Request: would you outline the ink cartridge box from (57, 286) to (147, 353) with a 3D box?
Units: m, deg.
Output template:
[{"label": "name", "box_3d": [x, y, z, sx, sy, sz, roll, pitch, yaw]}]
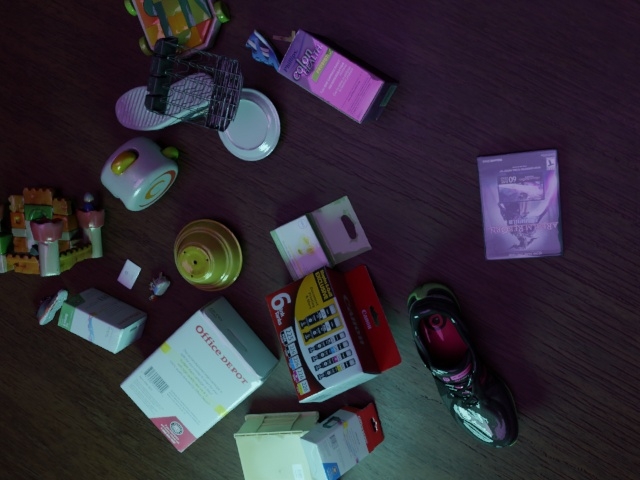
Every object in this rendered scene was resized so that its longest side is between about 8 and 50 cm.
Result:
[{"label": "ink cartridge box", "box_3d": [-0.667, 0.243, 2.013, 0.212, 0.154, 0.093, 22, 107, 10]}]

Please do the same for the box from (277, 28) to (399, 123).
[{"label": "box", "box_3d": [0.051, -0.407, 1.630, 0.243, 0.213, 0.117, 33, 109, 8]}]

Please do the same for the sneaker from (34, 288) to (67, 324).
[{"label": "sneaker", "box_3d": [-0.883, 0.205, 2.120, 0.065, 0.061, 0.158, 45, 109, 9]}]

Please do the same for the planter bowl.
[{"label": "planter bowl", "box_3d": [-0.341, 0.053, 1.872, 0.217, 0.090, 0.217, 3, 102, 15]}]

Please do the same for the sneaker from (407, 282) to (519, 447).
[{"label": "sneaker", "box_3d": [0.356, 0.349, 1.715, 0.185, 0.202, 0.483, -31, 92, 21]}]

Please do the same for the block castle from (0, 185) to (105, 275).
[{"label": "block castle", "box_3d": [-0.897, -0.040, 1.940, 0.453, 0.303, 0.213, 3, 102, 14]}]

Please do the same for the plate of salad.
[{"label": "plate of salad", "box_3d": [-0.196, -0.321, 1.809, 0.199, 0.048, 0.200, 8, 111, 23]}]

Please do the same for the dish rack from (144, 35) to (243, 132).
[{"label": "dish rack", "box_3d": [-0.321, -0.397, 1.679, 0.271, 0.074, 0.208, 18, 106, 15]}]

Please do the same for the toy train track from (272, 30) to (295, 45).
[{"label": "toy train track", "box_3d": [-0.087, -0.538, 1.748, 0.083, 0.014, 0.048, 15, 113, 18]}]

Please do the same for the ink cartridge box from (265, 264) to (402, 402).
[{"label": "ink cartridge box", "box_3d": [0.033, 0.240, 1.763, 0.272, 0.130, 0.309, -29, 67, 19]}]

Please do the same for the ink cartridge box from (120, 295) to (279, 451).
[{"label": "ink cartridge box", "box_3d": [-0.357, 0.396, 1.954, 0.384, 0.160, 0.279, -42, 89, 20]}]

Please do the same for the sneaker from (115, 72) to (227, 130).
[{"label": "sneaker", "box_3d": [-0.406, -0.380, 1.815, 0.321, 0.127, 0.126, -9, 97, 20]}]

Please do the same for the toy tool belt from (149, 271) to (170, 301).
[{"label": "toy tool belt", "box_3d": [-0.499, 0.141, 2.004, 0.083, 0.052, 0.051, -51, 54, 16]}]

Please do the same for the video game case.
[{"label": "video game case", "box_3d": [0.510, -0.089, 1.669, 0.196, 0.026, 0.274, -4, 100, 17]}]

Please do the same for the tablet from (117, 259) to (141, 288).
[{"label": "tablet", "box_3d": [-0.598, 0.106, 2.042, 0.054, 0.006, 0.083, 33, 108, 7]}]

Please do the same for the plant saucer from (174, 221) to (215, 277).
[{"label": "plant saucer", "box_3d": [-0.338, 0.037, 1.935, 0.195, 0.037, 0.195, 4, 103, 16]}]

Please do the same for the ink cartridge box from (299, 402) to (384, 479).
[{"label": "ink cartridge box", "box_3d": [0.066, 0.569, 1.870, 0.078, 0.231, 0.134, -3, 108, 52]}]

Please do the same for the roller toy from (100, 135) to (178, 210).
[{"label": "roller toy", "box_3d": [-0.518, -0.192, 1.851, 0.146, 0.209, 0.191, 43, 130, 4]}]

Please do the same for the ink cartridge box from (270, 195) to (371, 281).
[{"label": "ink cartridge box", "box_3d": [0.000, 0.000, 1.821, 0.235, 0.056, 0.171, -24, 94, 22]}]

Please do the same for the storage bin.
[{"label": "storage bin", "box_3d": [-0.101, 0.663, 1.961, 0.260, 0.123, 0.262, -8, 99, 17]}]

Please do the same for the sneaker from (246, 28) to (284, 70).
[{"label": "sneaker", "box_3d": [-0.144, -0.497, 1.754, 0.059, 0.053, 0.144, -40, 81, 19]}]

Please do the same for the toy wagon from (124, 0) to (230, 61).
[{"label": "toy wagon", "box_3d": [-0.410, -0.672, 1.781, 0.267, 0.068, 0.344, -18, 97, 19]}]
